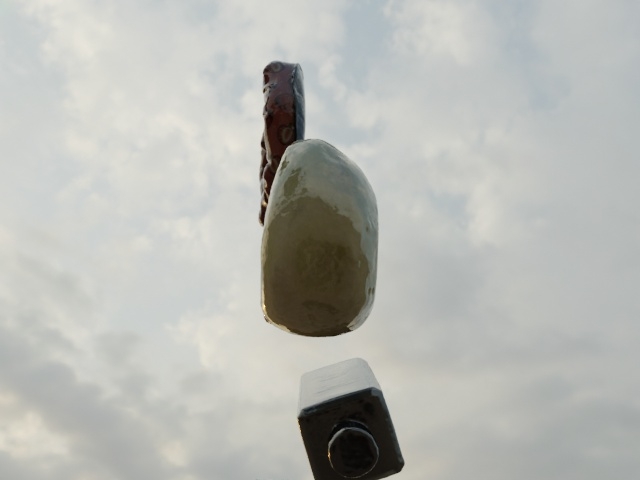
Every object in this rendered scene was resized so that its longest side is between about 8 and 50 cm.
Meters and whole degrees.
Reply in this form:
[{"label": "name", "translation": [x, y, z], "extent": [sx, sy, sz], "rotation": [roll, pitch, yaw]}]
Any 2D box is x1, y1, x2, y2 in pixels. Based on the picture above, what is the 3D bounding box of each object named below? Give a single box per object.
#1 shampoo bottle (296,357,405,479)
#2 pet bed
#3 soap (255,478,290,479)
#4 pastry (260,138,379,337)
[{"label": "shampoo bottle", "translation": [0.024, 0.171, 0.742], "extent": [0.080, 0.079, 0.246], "rotation": [-18, 0, -1]}, {"label": "pet bed", "translation": [-0.046, -0.108, 0.923], "extent": [0.053, 0.201, 0.201], "rotation": [1, -42, -5]}, {"label": "soap", "translation": [-0.078, 0.422, 1.041], "extent": [0.091, 0.230, 0.145], "rotation": [-22, -61, 36]}, {"label": "pastry", "translation": [0.000, 0.000, 0.614], "extent": [0.091, 0.156, 0.156], "rotation": [1, -42, -2]}]
